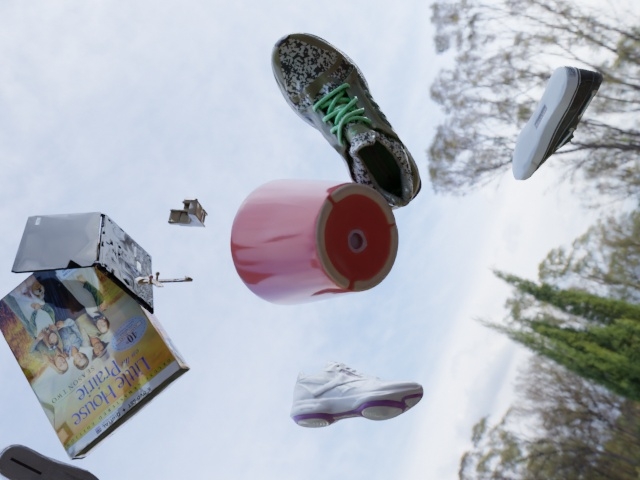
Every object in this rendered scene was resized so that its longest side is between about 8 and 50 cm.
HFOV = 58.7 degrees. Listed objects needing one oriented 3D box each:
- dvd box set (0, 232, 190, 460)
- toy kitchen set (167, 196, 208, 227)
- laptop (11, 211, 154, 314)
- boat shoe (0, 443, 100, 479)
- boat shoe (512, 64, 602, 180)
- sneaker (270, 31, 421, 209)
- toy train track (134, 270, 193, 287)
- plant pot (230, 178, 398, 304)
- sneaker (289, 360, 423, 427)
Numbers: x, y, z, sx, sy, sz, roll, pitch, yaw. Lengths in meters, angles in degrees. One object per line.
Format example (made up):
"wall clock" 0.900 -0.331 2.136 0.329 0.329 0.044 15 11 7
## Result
"dvd box set" -0.529 0.222 1.286 0.307 0.420 0.062 -39 -20 -2
"toy kitchen set" -0.295 -0.075 1.244 0.075 0.083 0.068 72 -156 -68
"laptop" -0.507 0.051 1.258 0.136 0.234 0.264 -35 -55 6
"boat shoe" -0.462 0.425 0.995 0.226 0.075 0.083 43 -130 -14
"boat shoe" 0.379 -0.178 0.923 0.219 0.070 0.078 103 170 -51
"sneaker" 0.064 -0.219 1.064 0.158 0.182 0.410 -40 -78 6
"toy train track" -0.216 0.051 0.791 0.083 0.048 0.014 2 -78 -43
"plant pot" 0.000 0.000 1.101 0.274 0.243 0.275 1 -92 -36
"sneaker" 0.076 0.328 1.282 0.114 0.304 0.152 67 -162 -47
